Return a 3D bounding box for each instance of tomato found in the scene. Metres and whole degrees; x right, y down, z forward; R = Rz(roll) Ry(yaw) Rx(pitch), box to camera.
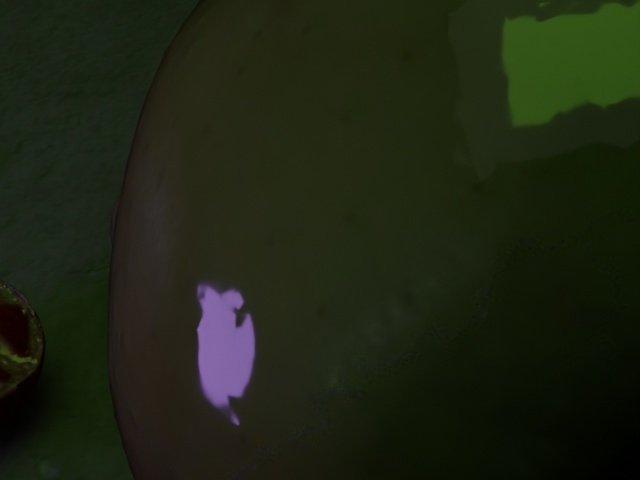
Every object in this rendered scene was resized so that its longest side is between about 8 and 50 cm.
[{"bbox_3d":[-0.248,0.081,1.074,0.155,0.069,0.156,7,39,-5],"label":"tomato"}]

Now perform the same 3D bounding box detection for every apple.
[{"bbox_3d":[0.120,0.011,0.810,0.473,0.474,0.474,-5,39,4],"label":"apple"}]

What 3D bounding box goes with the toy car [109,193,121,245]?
[{"bbox_3d":[0.000,0.000,1.104,0.256,0.101,0.124,-14,42,-9],"label":"toy car"}]
